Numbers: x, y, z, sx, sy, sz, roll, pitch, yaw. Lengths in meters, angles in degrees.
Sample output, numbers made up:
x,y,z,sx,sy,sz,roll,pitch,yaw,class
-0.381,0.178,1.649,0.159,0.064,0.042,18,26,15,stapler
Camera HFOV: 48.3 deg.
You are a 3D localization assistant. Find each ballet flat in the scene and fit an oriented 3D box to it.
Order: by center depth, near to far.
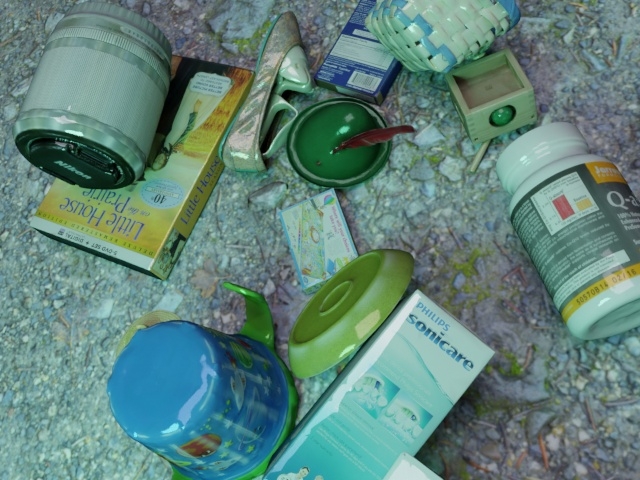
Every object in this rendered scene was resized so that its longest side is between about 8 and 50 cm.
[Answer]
x,y,z,sx,sy,sz,roll,pitch,yaw,class
-0.074,-0.260,1.285,0.106,0.107,0.316,19,84,21,ballet flat

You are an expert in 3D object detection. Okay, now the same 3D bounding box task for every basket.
x,y,z,sx,sy,sz,roll,pitch,yaw,class
0.226,-0.413,1.161,0.289,0.201,0.255,-50,17,5,basket

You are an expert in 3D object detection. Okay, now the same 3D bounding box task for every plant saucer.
x,y,z,sx,sy,sz,roll,pitch,yaw,class
0.032,0.092,1.021,0.241,0.241,0.037,-46,102,-5,plant saucer

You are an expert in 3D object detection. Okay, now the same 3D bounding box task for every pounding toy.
x,y,z,sx,sy,sz,roll,pitch,yaw,class
0.272,-0.208,1.149,0.130,0.100,0.141,-21,51,9,pounding toy

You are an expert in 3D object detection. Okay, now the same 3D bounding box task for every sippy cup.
x,y,z,sx,sy,sz,roll,pitch,yaw,class
-0.177,0.221,1.023,0.240,0.224,0.305,-17,62,11,sippy cup

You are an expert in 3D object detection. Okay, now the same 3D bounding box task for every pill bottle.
x,y,z,sx,sy,sz,roll,pitch,yaw,class
0.359,-0.017,0.982,0.162,0.162,0.278,-24,61,8,pill bottle

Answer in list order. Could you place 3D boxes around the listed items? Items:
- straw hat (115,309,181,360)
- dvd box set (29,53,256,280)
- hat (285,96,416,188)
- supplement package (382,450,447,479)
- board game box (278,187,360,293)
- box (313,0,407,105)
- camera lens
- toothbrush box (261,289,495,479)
x,y,z,sx,sy,sz,roll,pitch,yaw,class
-0.295,0.174,1.179,0.145,0.061,0.144,-7,64,15,straw hat
-0.326,-0.159,1.343,0.308,0.062,0.420,18,73,26,dvd box set
0.035,-0.194,1.145,0.209,0.183,0.172,-8,73,3,hat
0.138,0.393,0.809,0.198,0.262,0.199,33,80,27,supplement package
0.000,0.000,1.176,0.103,0.026,0.154,-23,61,8,board game box
0.099,-0.361,1.300,0.136,0.036,0.225,23,77,26,box
-0.388,-0.241,1.240,0.220,0.219,0.274,3,67,20,camera lens
0.068,0.219,0.929,0.126,0.216,0.295,38,82,5,toothbrush box
